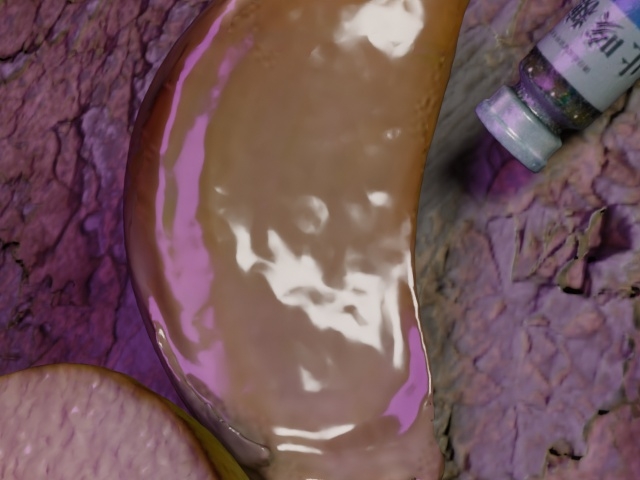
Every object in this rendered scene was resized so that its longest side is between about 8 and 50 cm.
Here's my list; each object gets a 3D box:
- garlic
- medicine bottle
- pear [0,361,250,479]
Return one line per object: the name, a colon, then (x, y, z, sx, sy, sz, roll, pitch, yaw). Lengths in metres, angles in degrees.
garlic: (-0.012, 0.013, 0.894, 0.196, 0.151, 0.338, -9, 69, 36)
medicine bottle: (0.160, -0.115, 0.882, 0.191, 0.051, 0.051, -46, 48, 13)
pear: (-0.110, 0.246, 0.828, 0.386, 0.191, 0.340, 9, 71, 42)
